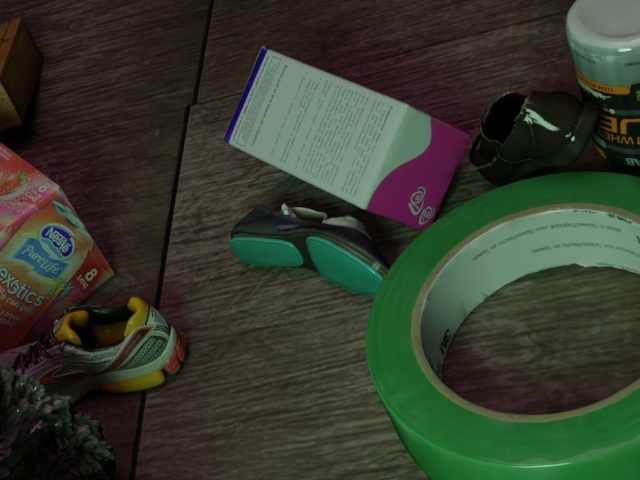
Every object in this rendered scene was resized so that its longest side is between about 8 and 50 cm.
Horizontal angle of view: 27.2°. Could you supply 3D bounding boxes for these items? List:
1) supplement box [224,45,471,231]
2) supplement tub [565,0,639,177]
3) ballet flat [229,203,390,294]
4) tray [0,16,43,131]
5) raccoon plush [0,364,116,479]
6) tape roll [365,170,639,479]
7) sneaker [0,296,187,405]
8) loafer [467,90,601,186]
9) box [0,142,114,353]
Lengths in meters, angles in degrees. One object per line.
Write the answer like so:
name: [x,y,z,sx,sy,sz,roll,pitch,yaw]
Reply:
supplement box: [0.024,-0.104,1.341,0.220,0.111,0.114,26,95,43]
supplement tub: [0.298,-0.139,1.212,0.117,0.190,0.117,-14,41,13]
ballet flat: [0.000,0.000,1.307,0.203,0.074,0.074,12,53,37]
tray: [-0.575,-0.160,1.725,0.411,0.076,0.203,-19,31,8]
raccoon plush: [-0.368,0.267,1.165,0.446,0.216,0.299,-6,52,49]
tape roll: [0.201,0.078,1.121,0.321,0.077,0.321,-14,42,13]
sneaker: [-0.250,0.106,1.299,0.225,0.092,0.088,-17,42,10]
loafer: [0.186,-0.108,1.248,0.080,0.078,0.220,-62,10,-13]
box: [-0.382,-0.020,1.457,0.154,0.142,0.300,-41,44,-18]
